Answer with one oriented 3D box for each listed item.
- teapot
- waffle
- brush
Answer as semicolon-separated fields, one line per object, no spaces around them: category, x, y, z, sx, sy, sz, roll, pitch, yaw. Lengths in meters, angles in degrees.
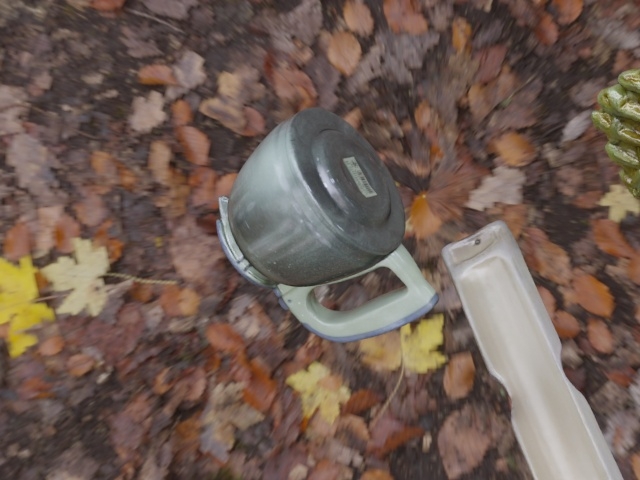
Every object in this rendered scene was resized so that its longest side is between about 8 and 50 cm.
teapot;-0.002;-0.009;0.996;0.108;0.111;0.149;-32;131;31
waffle;0.360;-0.085;1.406;0.214;0.208;0.054;50;57;-14
brush;0.172;0.127;1.118;0.060;0.050;0.321;-27;57;11
